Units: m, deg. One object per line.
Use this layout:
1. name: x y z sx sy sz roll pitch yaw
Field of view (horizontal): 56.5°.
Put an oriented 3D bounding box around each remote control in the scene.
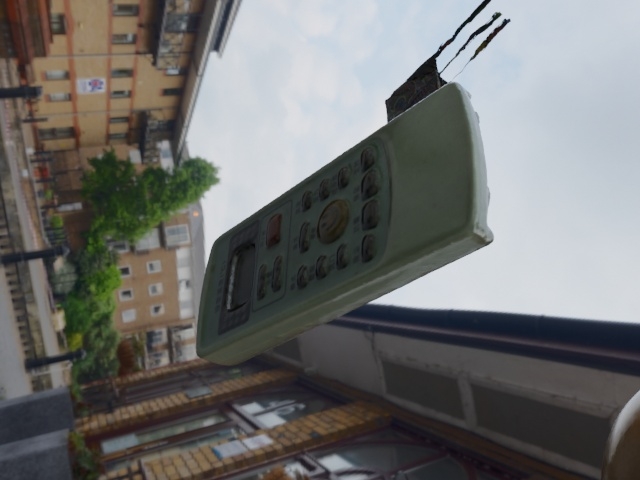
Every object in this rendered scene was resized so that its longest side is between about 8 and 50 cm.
1. remote control: 0.000 0.000 0.434 0.285 0.038 0.124 -30 -132 42

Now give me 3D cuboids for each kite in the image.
1. kite: 0.208 -0.294 1.027 0.285 0.015 0.152 -47 -140 30

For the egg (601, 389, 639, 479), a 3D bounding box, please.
1. egg: 0.408 0.255 0.487 0.351 0.282 0.283 39 -39 18
